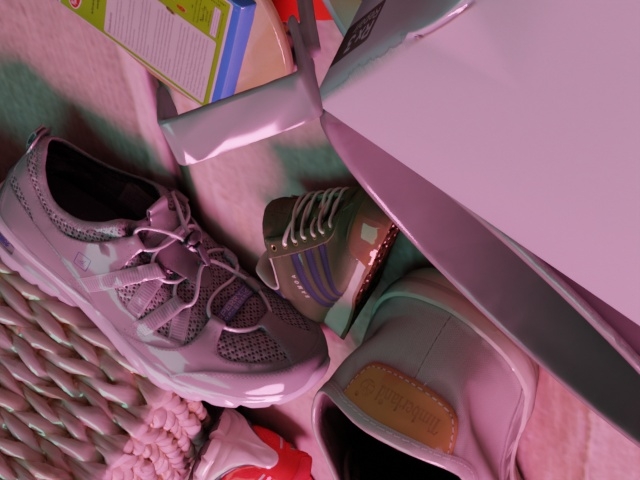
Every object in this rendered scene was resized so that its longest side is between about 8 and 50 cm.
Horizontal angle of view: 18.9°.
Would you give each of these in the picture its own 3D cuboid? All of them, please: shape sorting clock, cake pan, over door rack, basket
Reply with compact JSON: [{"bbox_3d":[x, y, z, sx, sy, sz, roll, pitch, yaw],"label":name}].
[{"bbox_3d":[-0.095,-0.155,1.147,0.206,0.040,0.206,32,156,16],"label":"shape sorting clock"},{"bbox_3d":[0.121,0.015,1.024,0.293,0.054,0.293,44,176,4],"label":"cake pan"},{"bbox_3d":[-0.029,-0.221,0.697,0.108,0.324,0.239,-12,130,19],"label":"over door rack"},{"bbox_3d":[-0.292,0.150,1.547,0.331,0.266,0.328,34,169,10],"label":"basket"}]

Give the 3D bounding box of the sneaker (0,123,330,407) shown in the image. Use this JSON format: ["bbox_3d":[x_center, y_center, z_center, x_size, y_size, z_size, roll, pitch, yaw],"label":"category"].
[{"bbox_3d":[-0.116,0.021,1.379,0.281,0.105,0.115,29,137,4],"label":"sneaker"}]

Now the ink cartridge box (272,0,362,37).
[{"bbox_3d":[-0.009,-0.160,1.031,0.179,0.045,0.145,5,138,44],"label":"ink cartridge box"}]

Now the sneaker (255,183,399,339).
[{"bbox_3d":[0.000,0.000,1.240,0.086,0.064,0.192,31,156,5],"label":"sneaker"}]

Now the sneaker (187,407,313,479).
[{"bbox_3d":[-0.048,0.251,1.656,0.118,0.107,0.279,21,152,14],"label":"sneaker"}]

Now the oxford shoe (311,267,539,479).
[{"bbox_3d":[0.070,0.186,1.377,0.169,0.130,0.449,27,152,19],"label":"oxford shoe"}]

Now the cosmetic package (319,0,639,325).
[{"bbox_3d":[0.218,-0.035,0.743,0.385,0.156,0.217,36,155,-17],"label":"cosmetic package"}]
